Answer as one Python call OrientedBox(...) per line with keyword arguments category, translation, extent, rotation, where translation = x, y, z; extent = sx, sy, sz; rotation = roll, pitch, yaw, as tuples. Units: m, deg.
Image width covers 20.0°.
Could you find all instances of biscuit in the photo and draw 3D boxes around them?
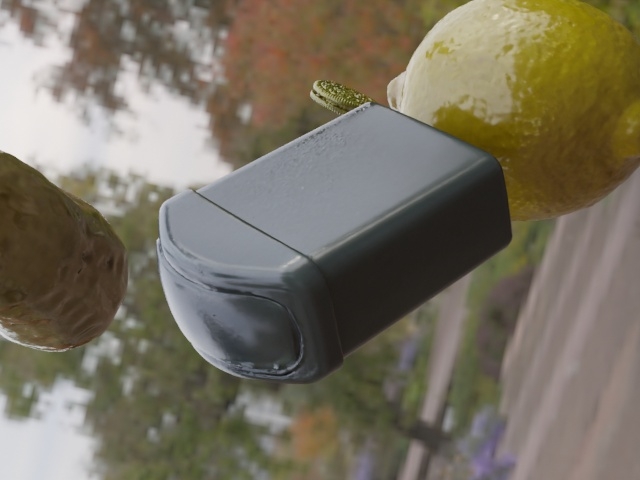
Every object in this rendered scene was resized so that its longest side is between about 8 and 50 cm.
OrientedBox(category="biscuit", translation=(0.029, -0.164, 2.137), extent=(0.084, 0.084, 0.023), rotation=(-81, 13, -74))

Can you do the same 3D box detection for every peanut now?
OrientedBox(category="peanut", translation=(-0.327, 0.002, 1.887), extent=(0.169, 0.192, 0.387), rotation=(-58, -24, -7))

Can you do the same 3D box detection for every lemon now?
OrientedBox(category="lemon", translation=(0.167, -0.107, 1.458), extent=(0.187, 0.244, 0.186), rotation=(-16, -72, -60))

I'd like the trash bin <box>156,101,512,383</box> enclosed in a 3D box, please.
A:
OrientedBox(category="trash bin", translation=(0.000, 0.000, 1.311), extent=(0.177, 0.236, 0.101), rotation=(27, 140, 47))
